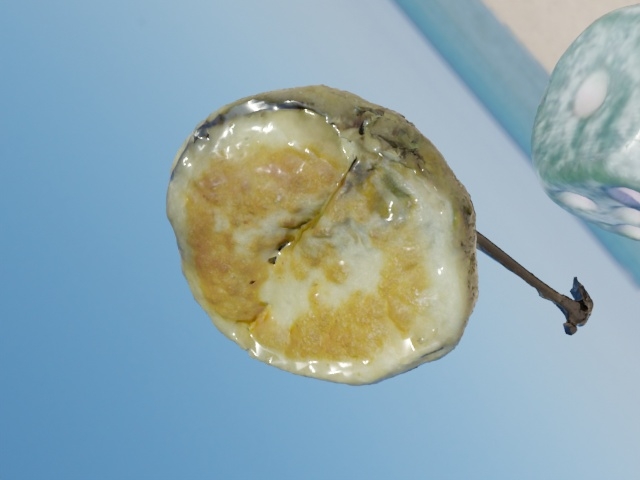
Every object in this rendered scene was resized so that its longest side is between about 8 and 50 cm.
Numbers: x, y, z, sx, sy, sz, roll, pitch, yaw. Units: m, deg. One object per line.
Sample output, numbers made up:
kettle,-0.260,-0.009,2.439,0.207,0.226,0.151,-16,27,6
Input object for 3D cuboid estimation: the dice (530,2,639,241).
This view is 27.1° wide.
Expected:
dice,0.588,-0.184,2.252,0.348,0.328,0.330,25,169,-23

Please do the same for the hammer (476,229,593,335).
hammer,0.235,0.017,1.769,0.297,0.027,0.125,35,-150,10

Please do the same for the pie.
pie,0.000,0.000,1.326,0.339,0.339,0.077,49,-149,-5
